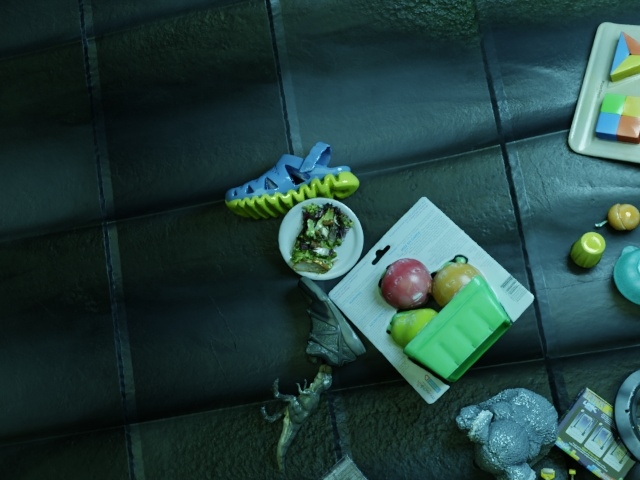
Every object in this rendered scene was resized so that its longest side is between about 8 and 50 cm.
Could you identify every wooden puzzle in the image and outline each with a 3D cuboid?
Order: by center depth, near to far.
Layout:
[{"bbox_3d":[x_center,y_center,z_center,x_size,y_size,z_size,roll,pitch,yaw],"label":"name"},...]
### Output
[{"bbox_3d":[0.756,-0.327,1.778,0.347,0.080,0.322,14,83,24],"label":"wooden puzzle"}]

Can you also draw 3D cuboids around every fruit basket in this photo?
[{"bbox_3d":[0.241,0.129,1.805,0.327,0.165,0.353,-47,60,4],"label":"fruit basket"}]

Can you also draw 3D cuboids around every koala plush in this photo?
[{"bbox_3d":[0.381,0.411,1.658,0.203,0.221,0.196,-40,75,22],"label":"koala plush"}]

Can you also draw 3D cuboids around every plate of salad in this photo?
[{"bbox_3d":[0.000,0.000,1.875,0.199,0.048,0.200,1,104,4],"label":"plate of salad"}]

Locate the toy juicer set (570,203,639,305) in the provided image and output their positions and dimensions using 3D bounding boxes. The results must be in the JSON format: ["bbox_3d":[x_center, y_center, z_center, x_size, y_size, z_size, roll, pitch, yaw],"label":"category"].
[{"bbox_3d":[0.732,0.053,1.757,0.329,0.089,0.209,39,71,17],"label":"toy juicer set"}]

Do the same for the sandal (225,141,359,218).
[{"bbox_3d":[-0.075,-0.142,1.909,0.317,0.126,0.138,-14,74,-1],"label":"sandal"}]

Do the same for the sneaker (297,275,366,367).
[{"bbox_3d":[-0.008,0.197,1.852,0.130,0.087,0.228,-34,82,-3],"label":"sneaker"}]

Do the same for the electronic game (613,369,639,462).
[{"bbox_3d":[0.728,0.377,1.690,0.229,0.048,0.230,2,66,-5],"label":"electronic game"}]

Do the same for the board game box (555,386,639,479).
[{"bbox_3d":[0.599,0.424,1.731,0.170,0.048,0.141,38,87,13],"label":"board game box"}]

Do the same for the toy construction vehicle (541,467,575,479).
[{"bbox_3d":[0.512,0.543,1.738,0.085,0.035,0.098,-3,78,20],"label":"toy construction vehicle"}]

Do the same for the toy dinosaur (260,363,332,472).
[{"bbox_3d":[-0.073,0.390,1.849,0.118,0.064,0.268,28,90,6],"label":"toy dinosaur"}]

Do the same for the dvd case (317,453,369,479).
[{"bbox_3d":[0.070,0.621,1.807,0.164,0.018,0.221,-42,76,0],"label":"dvd case"}]
